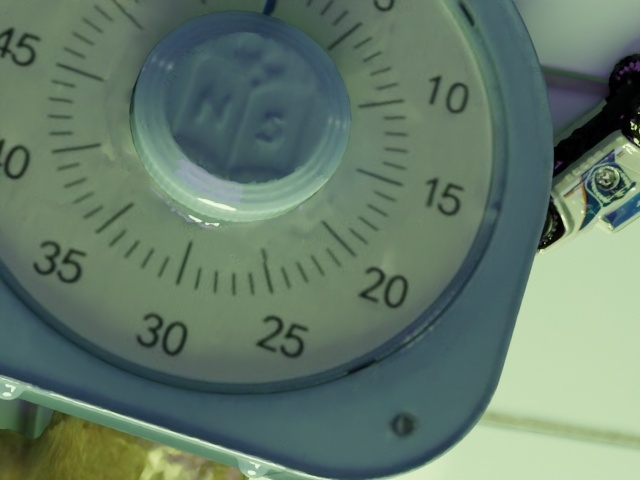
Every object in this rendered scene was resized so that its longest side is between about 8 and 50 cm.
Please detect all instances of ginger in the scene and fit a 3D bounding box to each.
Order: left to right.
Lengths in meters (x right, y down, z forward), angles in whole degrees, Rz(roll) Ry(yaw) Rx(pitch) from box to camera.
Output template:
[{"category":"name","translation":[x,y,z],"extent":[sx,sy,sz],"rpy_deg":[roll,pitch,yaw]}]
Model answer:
[{"category":"ginger","translation":[-0.148,0.155,1.083],"extent":[0.221,0.130,0.275],"rpy_deg":[11,107,8]}]

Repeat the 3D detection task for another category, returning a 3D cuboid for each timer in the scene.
[{"category":"timer","translation":[-0.052,-0.068,0.894],"extent":[0.395,0.173,0.394],"rpy_deg":[1,81,-9]}]

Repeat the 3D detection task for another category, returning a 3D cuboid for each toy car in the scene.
[{"category":"toy car","translation":[0.184,-0.053,1.004],"extent":[0.171,0.080,0.070],"rpy_deg":[-38,109,15]}]
